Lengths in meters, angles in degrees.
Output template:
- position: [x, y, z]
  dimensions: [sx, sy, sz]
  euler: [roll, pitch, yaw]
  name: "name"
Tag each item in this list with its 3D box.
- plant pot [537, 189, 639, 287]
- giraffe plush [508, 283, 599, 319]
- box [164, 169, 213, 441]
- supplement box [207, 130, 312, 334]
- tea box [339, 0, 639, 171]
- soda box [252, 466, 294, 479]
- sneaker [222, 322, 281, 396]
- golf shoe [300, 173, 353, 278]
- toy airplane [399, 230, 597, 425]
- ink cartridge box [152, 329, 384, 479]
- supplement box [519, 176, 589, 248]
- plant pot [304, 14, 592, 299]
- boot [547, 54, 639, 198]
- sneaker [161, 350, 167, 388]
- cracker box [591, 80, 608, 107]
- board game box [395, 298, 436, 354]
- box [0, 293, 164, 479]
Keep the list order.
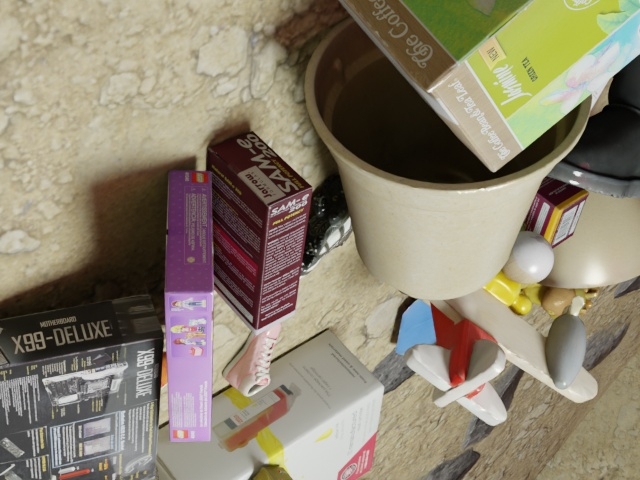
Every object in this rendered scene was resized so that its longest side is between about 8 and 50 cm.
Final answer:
- position: [0.468, -0.062, 1.767]
  dimensions: [0.284, 0.284, 0.191]
  euler: [-26, 119, -30]
  name: "plant pot"
- position: [0.476, 0.109, 2.032]
  dimensions: [0.210, 0.170, 0.181]
  euler: [-12, 135, -43]
  name: "giraffe plush"
- position: [-0.163, 0.087, 1.207]
  dimensions: [0.057, 0.201, 0.293]
  euler: [0, 136, -7]
  name: "box"
- position: [-0.086, -0.006, 1.256]
  dimensions: [0.073, 0.130, 0.239]
  euler: [-27, 145, -30]
  name: "supplement box"
- position: [0.174, -0.312, 0.979]
  dimensions: [0.323, 0.329, 0.220]
  euler: [-41, 150, 10]
  name: "tea box"
- position: [-0.108, 0.437, 1.499]
  dimensions: [0.181, 0.061, 0.058]
  euler: [-53, 146, 10]
  name: "soda box"
- position: [-0.093, 0.189, 1.536]
  dimensions: [0.134, 0.070, 0.051]
  euler: [-52, 147, 8]
  name: "sneaker"
- position: [0.000, 0.000, 1.421]
  dimensions: [0.198, 0.077, 0.094]
  euler: [-48, 150, 5]
  name: "golf shoe"
- position: [0.266, 0.099, 1.562]
  dimensions: [0.272, 0.384, 0.386]
  euler: [-47, 149, 22]
  name: "toy airplane"
- position: [-0.094, 0.370, 1.656]
  dimensions: [0.384, 0.160, 0.279]
  euler: [-28, 144, -27]
  name: "ink cartridge box"
- position: [0.345, -0.082, 1.632]
  dimensions: [0.080, 0.188, 0.104]
  euler: [-28, 145, -30]
  name: "supplement box"
- position: [0.154, -0.096, 1.249]
  dimensions: [0.333, 0.334, 0.305]
  euler: [-34, 149, -20]
  name: "plant pot"
- position: [0.490, -0.295, 1.489]
  dimensions: [0.367, 0.146, 0.445]
  euler: [-1, 110, -51]
  name: "boot"
- position: [-0.265, 0.181, 1.321]
  dimensions: [0.175, 0.064, 0.067]
  euler: [-12, 139, -43]
  name: "sneaker"
- position: [0.351, -0.282, 1.339]
  dimensions: [0.155, 0.067, 0.232]
  euler: [31, 90, -41]
  name: "cracker box"
- position: [0.195, 0.148, 1.876]
  dimensions: [0.133, 0.033, 0.169]
  euler: [-20, 136, -28]
  name: "board game box"
- position: [-0.327, 0.214, 1.210]
  dimensions: [0.242, 0.077, 0.308]
  euler: [-10, 136, -21]
  name: "box"
